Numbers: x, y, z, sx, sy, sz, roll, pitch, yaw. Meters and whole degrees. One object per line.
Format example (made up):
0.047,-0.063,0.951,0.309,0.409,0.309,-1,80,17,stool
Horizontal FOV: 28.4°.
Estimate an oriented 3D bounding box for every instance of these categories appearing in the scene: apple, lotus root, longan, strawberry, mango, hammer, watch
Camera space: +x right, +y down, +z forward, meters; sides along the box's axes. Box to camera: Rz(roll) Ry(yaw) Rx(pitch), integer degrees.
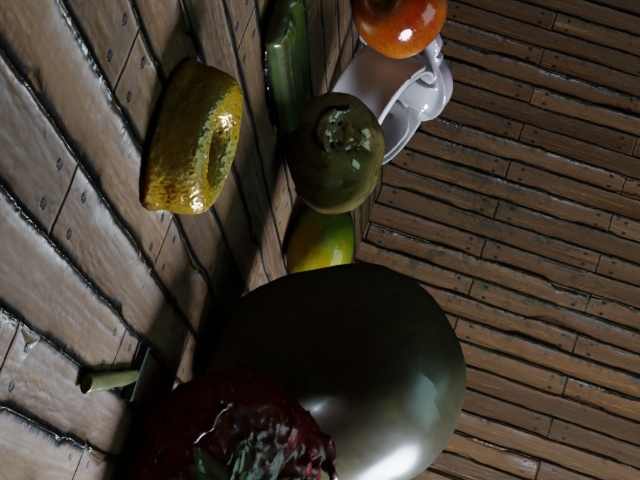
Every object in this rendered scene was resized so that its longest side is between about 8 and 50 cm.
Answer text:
0.124,-0.374,2.007,0.139,0.163,0.163,10,98,-70,apple
0.022,-0.123,1.882,0.160,0.146,0.284,-53,173,-10,lotus root
0.020,0.192,1.754,0.361,0.361,0.361,18,90,-84,longan
-0.121,0.276,1.524,0.220,0.274,0.274,20,-87,59,strawberry
0.000,0.000,2.214,0.251,0.114,0.156,-88,-177,-68,mango
-0.204,0.134,1.250,0.199,0.013,0.062,40,68,-84,hammer
0.096,-0.268,2.154,0.231,0.196,0.244,-41,156,-33,watch

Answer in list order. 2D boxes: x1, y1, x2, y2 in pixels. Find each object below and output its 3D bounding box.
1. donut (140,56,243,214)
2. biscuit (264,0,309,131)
-0.117,-0.092,1.178,0.152,0.058,0.152,16,90,-82,donut
-0.038,-0.220,1.574,0.322,0.038,0.099,83,23,-75,biscuit
